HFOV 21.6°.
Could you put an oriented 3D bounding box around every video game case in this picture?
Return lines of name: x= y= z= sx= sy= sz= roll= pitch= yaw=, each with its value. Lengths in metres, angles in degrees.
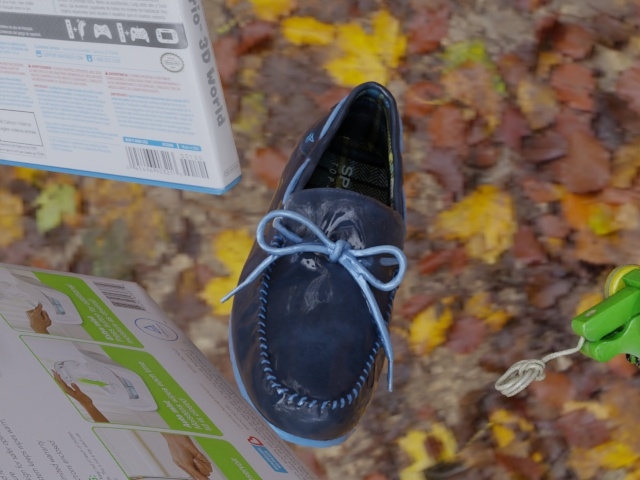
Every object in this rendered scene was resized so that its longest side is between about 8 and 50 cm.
video game case: x=-0.092 y=-0.097 z=0.564 sx=0.119 sy=0.015 sz=0.166 roll=9 pitch=125 yaw=34

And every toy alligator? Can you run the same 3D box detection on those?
toy alligator: x=0.182 y=0.043 z=0.928 sx=0.190 sy=0.056 sz=0.051 roll=-37 pitch=106 yaw=-10

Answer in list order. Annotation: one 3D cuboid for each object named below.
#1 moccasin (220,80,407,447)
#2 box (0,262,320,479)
moccasin: x=0.000 y=0.000 z=1.285 sx=0.138 sy=0.342 sz=0.117 roll=14 pitch=132 yaw=-11
box: x=-0.141 y=0.110 z=0.736 sx=0.262 sy=0.231 sz=0.126 roll=41 pitch=114 yaw=47
